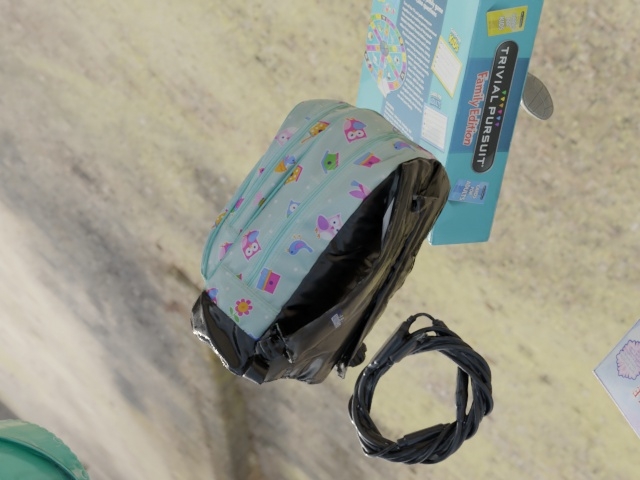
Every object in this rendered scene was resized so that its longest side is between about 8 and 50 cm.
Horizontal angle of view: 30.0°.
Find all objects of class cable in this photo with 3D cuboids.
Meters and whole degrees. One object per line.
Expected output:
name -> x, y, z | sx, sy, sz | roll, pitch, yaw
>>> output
cable -> 0.115, 0.187, 1.401 | 0.150, 0.184, 0.047 | 40, -167, 11

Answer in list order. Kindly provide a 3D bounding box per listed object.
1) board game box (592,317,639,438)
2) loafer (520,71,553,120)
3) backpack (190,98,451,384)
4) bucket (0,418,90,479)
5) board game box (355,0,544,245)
board game box -> 0.564, 0.180, 1.647 | 0.066, 0.318, 0.319 | 22, -154, -32
loafer -> 0.290, -0.225, 1.735 | 0.125, 0.045, 0.039 | 43, 176, -22
backpack -> 0.000, 0.000, 0.791 | 0.115, 0.182, 0.152 | 36, -170, 19
bucket -> -0.369, 0.318, 1.235 | 0.281, 0.281, 0.183 | 35, -160, 23
board game box -> 0.136, -0.202, 1.351 | 0.254, 0.079, 0.336 | -125, 38, -53
